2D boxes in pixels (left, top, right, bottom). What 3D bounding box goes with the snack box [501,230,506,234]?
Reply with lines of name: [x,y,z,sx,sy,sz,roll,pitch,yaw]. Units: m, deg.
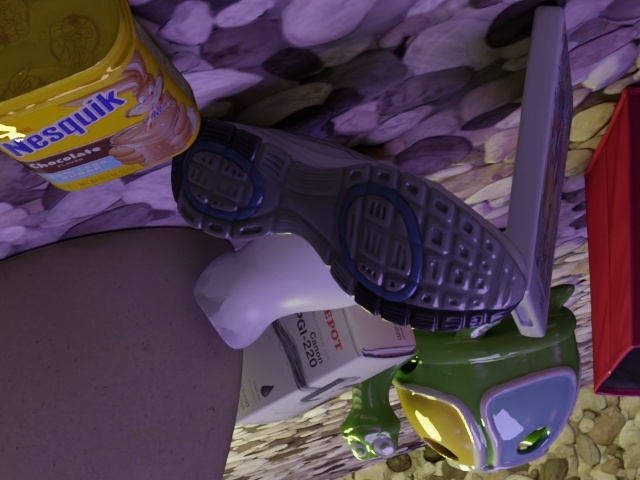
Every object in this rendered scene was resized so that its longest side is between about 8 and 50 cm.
snack box: [0.222,0.027,1.529,0.100,0.037,0.141,-9,162,-21]

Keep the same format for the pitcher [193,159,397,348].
pitcher: [0.000,0.000,1.121,0.207,0.125,0.178,-30,-164,22]

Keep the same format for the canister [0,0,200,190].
canister: [-0.154,-0.094,0.732,0.126,0.073,0.170,-20,164,6]

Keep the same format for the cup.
cup: [-0.212,0.161,1.180,0.331,0.237,0.331,-17,163,-5]

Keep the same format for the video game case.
video game case: [0.182,-0.047,0.975,0.026,0.227,0.206,6,168,15]

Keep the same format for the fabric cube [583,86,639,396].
fabric cube: [0.414,0.013,1.204,0.254,0.258,0.259,0,163,4]

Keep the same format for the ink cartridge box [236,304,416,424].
ink cartridge box: [-0.018,0.091,1.285,0.092,0.158,0.218,2,153,-47]

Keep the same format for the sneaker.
sneaker: [0.031,-0.028,0.898,0.129,0.297,0.111,-17,128,-55]

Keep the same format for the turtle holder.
turtle holder: [0.203,0.188,1.558,0.243,0.227,0.320,-2,-170,37]
